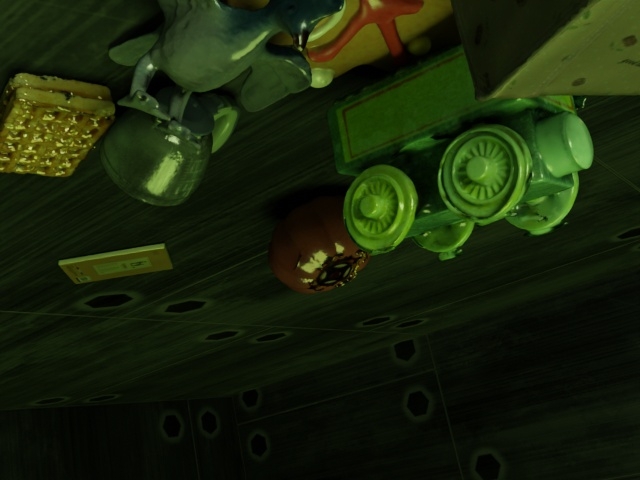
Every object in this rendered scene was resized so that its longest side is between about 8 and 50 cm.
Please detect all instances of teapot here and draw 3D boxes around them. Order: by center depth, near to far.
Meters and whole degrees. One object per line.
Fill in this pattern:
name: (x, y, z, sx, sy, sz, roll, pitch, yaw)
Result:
teapot: (-0.147, -0.104, 0.791, 0.149, 0.111, 0.108, 10, 139, -38)

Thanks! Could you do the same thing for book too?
book: (-0.343, 0.041, 1.260, 0.172, 0.012, 0.118, -9, 162, -8)

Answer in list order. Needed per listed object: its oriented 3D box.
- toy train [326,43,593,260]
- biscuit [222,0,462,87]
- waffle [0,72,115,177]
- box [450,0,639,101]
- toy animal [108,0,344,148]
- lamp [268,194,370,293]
toy train: (0.132, -0.088, 0.744, 0.271, 0.188, 0.159, -17, 166, 40)
biscuit: (0.061, -0.204, 0.716, 0.339, 0.047, 0.216, 3, 156, -40)
waffle: (-0.284, -0.115, 0.763, 0.102, 0.042, 0.148, 3, 157, -36)
box: (0.211, -0.242, 0.399, 0.190, 0.225, 0.297, -4, 162, -23)
toy animal: (-0.089, -0.166, 0.619, 0.255, 0.176, 0.239, 29, 175, 42)
lamp: (0.000, 0.000, 1.181, 0.182, 0.140, 0.182, -22, 152, -13)
